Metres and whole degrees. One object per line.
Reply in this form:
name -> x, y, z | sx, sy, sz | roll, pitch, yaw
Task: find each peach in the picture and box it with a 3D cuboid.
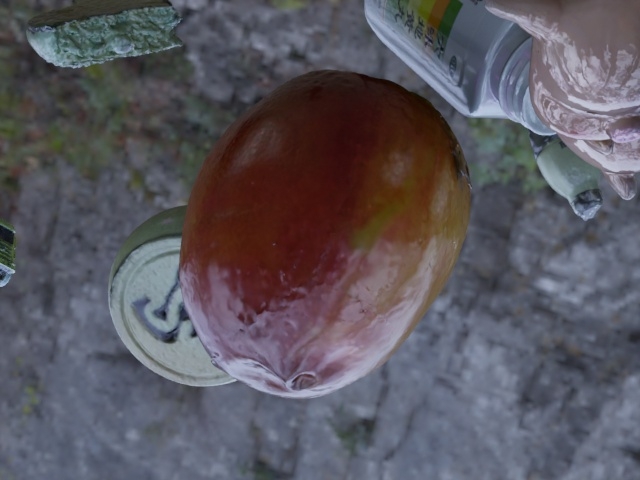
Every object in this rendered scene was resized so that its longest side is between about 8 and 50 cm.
peach -> -0.001, -0.001, 1.611 | 0.372, 0.373, 0.290 | 22, 173, 36

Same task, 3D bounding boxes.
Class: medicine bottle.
medicine bottle -> 0.183, -0.246, 1.670 | 0.124, 0.179, 0.324 | -1, -145, -37

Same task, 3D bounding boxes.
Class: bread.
bread -> -0.233, -0.249, 1.692 | 0.172, 0.064, 0.232 | 1, -157, 19

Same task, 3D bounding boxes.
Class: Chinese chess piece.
Chinese chess piece -> -0.159, 0.075, 1.951 | 0.250, 0.250, 0.101 | 15, -152, 5

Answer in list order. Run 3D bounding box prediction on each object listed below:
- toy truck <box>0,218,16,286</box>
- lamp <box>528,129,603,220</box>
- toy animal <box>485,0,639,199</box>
toy truck -> -0.504, 0.008, 2.010 | 0.191, 0.116, 0.085 | -14, 152, 31
lamp -> 0.379, -0.149, 2.291 | 0.101, 0.101, 0.250 | 5, -123, -45
toy animal -> 0.253, -0.146, 1.233 | 0.154, 0.166, 0.250 | 65, -173, 23
